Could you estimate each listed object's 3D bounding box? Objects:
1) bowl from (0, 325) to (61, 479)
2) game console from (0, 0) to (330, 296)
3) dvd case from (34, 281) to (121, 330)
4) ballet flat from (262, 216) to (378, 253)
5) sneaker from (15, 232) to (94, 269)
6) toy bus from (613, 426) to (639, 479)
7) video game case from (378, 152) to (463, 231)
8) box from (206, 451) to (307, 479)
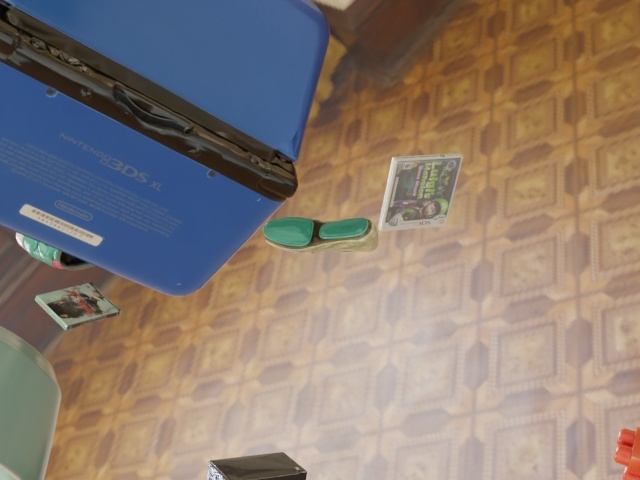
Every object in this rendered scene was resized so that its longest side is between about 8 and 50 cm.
[{"bbox_3d":[-0.470,0.202,1.295,0.311,0.311,0.163,-3,50,44],"label":"bowl"},{"bbox_3d":[-0.165,-0.126,0.823,0.250,0.293,0.173,-44,35,29],"label":"game console"},{"bbox_3d":[-0.408,0.110,1.657,0.087,0.119,0.013,38,118,26],"label":"dvd case"},{"bbox_3d":[0.000,0.000,1.355,0.168,0.052,0.057,1,54,24],"label":"ballet flat"},{"bbox_3d":[-0.407,-0.061,1.777,0.178,0.124,0.295,38,89,33],"label":"sneaker"},{"bbox_3d":[0.466,0.314,1.212,0.211,0.149,0.220,15,36,11],"label":"toy bus"},{"bbox_3d":[0.228,-0.109,2.244,0.022,0.173,0.190,-123,35,-49],"label":"video game case"},{"bbox_3d":[-0.120,0.471,1.740,0.093,0.156,0.158,24,109,55],"label":"box"}]
